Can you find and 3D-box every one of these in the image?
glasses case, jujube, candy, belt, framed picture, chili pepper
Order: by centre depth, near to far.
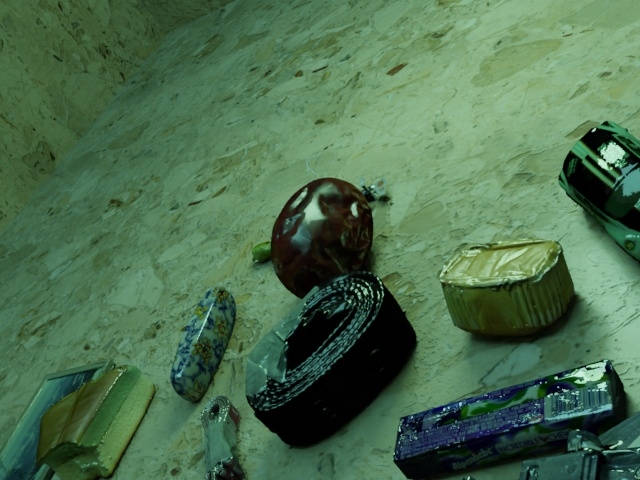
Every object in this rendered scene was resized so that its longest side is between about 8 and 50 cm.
[{"bbox_3d":[0.240,0.236,1.227,0.312,0.061,0.088,-21,31,30],"label":"candy"},{"bbox_3d":[0.004,0.176,1.498,0.289,0.164,0.184,-45,36,-11],"label":"belt"},{"bbox_3d":[-0.162,0.341,1.574,0.071,0.053,0.232,-32,28,12],"label":"belt"},{"bbox_3d":[0.000,0.000,1.746,0.183,0.183,0.243,-22,34,30],"label":"jujube"},{"bbox_3d":[-0.223,0.193,1.832,0.065,0.087,0.248,-7,39,27],"label":"glasses case"},{"bbox_3d":[-0.079,0.026,1.956,0.049,0.043,0.208,-39,25,-27],"label":"chili pepper"},{"bbox_3d":[-0.594,0.406,2.043,0.247,0.022,0.335,-16,36,38],"label":"framed picture"}]

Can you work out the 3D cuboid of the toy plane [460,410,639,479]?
[{"bbox_3d":[0.255,0.286,1.087,0.316,0.103,0.204,-15,36,38],"label":"toy plane"}]

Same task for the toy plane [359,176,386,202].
[{"bbox_3d":[0.054,-0.077,1.941,0.197,0.053,0.078,-28,38,23],"label":"toy plane"}]

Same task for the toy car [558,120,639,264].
[{"bbox_3d":[0.429,-0.086,1.374,0.136,0.125,0.306,-52,26,15],"label":"toy car"}]

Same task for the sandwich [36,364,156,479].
[{"bbox_3d":[-0.423,0.356,1.815,0.220,0.108,0.186,-34,28,4],"label":"sandwich"}]

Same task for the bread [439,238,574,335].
[{"bbox_3d":[0.272,0.070,1.388,0.190,0.114,0.132,-1,36,39],"label":"bread"}]
